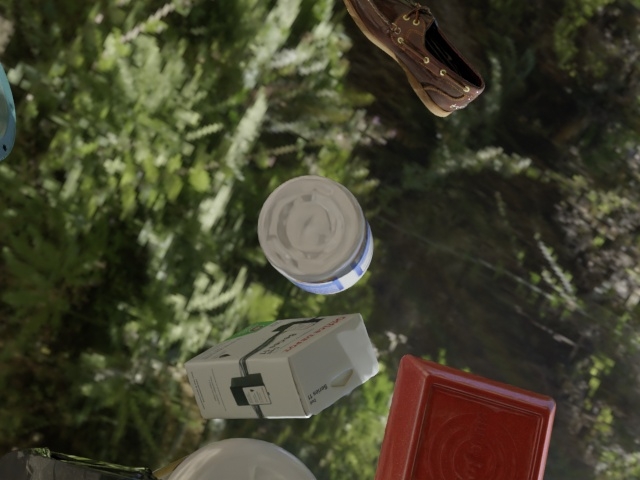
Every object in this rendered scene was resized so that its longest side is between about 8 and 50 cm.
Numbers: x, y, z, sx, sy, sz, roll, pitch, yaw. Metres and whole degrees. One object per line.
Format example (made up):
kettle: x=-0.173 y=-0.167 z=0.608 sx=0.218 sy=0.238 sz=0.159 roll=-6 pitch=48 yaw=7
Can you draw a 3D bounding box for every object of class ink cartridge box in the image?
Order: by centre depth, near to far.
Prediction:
ink cartridge box: x=-0.051 y=0.166 z=1.553 sx=0.208 sy=0.153 sz=0.086 roll=-9 pitch=-77 yaw=44

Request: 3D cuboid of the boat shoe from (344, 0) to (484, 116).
boat shoe: x=0.113 y=-0.243 z=1.391 sx=0.073 sy=0.207 sz=0.073 roll=-31 pitch=-164 yaw=51

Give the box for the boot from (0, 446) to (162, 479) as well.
boot: x=-0.172 y=0.349 z=0.693 sx=0.367 sy=0.146 sz=0.445 roll=-8 pitch=-120 yaw=59

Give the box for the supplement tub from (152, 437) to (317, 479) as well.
supplement tub: x=-0.150 y=0.411 z=1.622 sx=0.331 sy=0.241 sz=0.241 roll=-38 pitch=-144 yaw=61

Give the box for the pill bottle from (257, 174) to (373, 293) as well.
pill bottle: x=0.000 y=0.000 z=1.762 sx=0.272 sy=0.152 sz=0.152 roll=55 pitch=59 yaw=-80

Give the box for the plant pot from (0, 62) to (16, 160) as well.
plant pot: x=-0.554 y=-0.164 z=1.546 sx=0.255 sy=0.271 sz=0.271 roll=-12 pitch=-130 yaw=12

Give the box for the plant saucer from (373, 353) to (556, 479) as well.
plant saucer: x=0.216 y=0.318 z=1.707 sx=0.048 sy=0.259 sz=0.258 roll=146 pitch=-40 yaw=-70
